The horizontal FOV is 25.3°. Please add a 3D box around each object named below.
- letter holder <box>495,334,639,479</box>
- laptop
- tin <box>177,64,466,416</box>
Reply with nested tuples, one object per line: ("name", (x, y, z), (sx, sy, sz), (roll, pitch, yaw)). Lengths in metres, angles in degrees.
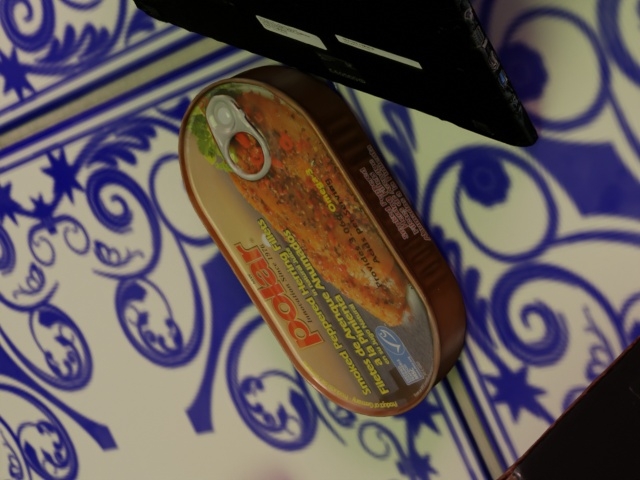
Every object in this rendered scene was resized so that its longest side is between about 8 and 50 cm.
("letter holder", (0.178, 0.220, 0.615), (0.302, 0.152, 0.214), (44, 135, 12))
("laptop", (-0.014, -0.182, 0.590), (0.234, 0.137, 0.264), (23, 169, 29))
("tin", (0.000, 0.000, 0.720), (0.106, 0.040, 0.190), (-30, 92, 41))
